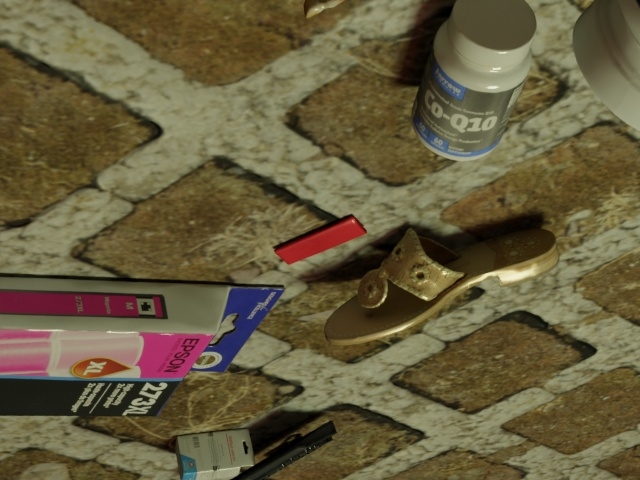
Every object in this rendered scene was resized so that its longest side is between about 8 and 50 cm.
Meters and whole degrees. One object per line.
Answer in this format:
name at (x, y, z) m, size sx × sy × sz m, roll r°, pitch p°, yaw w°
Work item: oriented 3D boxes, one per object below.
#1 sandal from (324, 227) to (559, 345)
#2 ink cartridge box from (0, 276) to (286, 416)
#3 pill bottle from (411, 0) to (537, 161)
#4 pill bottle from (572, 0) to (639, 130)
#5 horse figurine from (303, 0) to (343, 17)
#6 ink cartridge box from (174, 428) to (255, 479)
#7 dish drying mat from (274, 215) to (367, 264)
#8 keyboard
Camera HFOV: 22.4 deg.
sandal at (0.106, 0.018, 1.536) m, size 0.240 × 0.088 × 0.079 m, roll -19°, pitch 119°, yaw -4°
ink cartridge box at (-0.226, 0.104, 1.539) m, size 0.370 × 0.069 × 0.176 m, roll 1°, pitch 147°, yaw -28°
pill bottle at (0.120, -0.130, 1.261) m, size 0.078 × 0.078 × 0.137 m, roll -6°, pitch 149°, yaw -13°
pill bottle at (0.307, -0.196, 1.151) m, size 0.153 × 0.153 × 0.265 m, roll 7°, pitch 145°, yaw -31°
horse figurine at (0.025, -0.234, 1.061) m, size 0.174 × 0.066 × 0.263 m, roll -18°, pitch 153°, yaw 19°
ink cartridge box at (-0.119, 0.243, 1.827) m, size 0.083 × 0.048 × 0.028 m, roll -5°, pitch 149°, yaw -15°
dish drying mat at (0.000, 0.000, 1.504) m, size 0.083 × 0.008 × 0.032 m, roll -22°, pitch 148°, yaw 16°
keyboard at (-0.056, 0.260, 1.865) m, size 0.180 × 0.023 × 0.108 m, roll -33°, pitch 177°, yaw 32°
